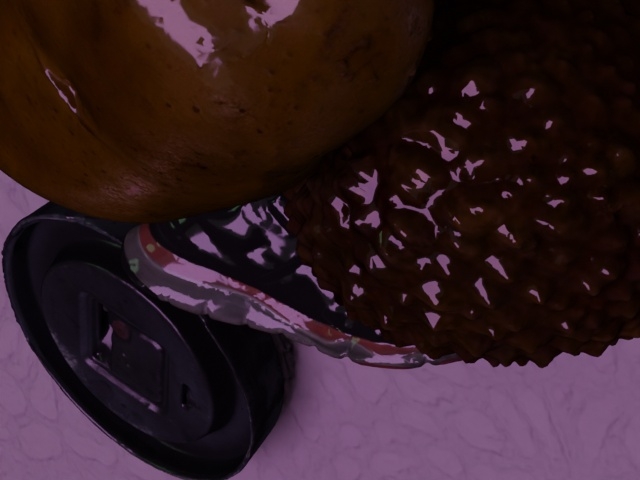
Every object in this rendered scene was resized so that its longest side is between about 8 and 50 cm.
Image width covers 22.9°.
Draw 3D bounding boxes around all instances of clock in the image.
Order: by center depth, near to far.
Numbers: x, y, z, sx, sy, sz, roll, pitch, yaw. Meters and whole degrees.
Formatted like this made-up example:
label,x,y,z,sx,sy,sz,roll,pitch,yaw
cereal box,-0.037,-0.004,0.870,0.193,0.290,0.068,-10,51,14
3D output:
label,x,y,z,sx,sy,sz,roll,pitch,yaw
clock,-0.148,0.080,1.325,0.280,0.055,0.281,27,141,25

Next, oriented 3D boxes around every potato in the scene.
label,x,y,z,sx,sy,sz,roll,pitch,yaw
potato,-0.086,-0.106,0.828,0.195,0.177,0.369,18,156,-27

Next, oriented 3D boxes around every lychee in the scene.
label,x,y,z,sx,sy,sz,roll,pitch,yaw
lychee,0.111,-0.046,0.917,0.267,0.267,0.268,22,128,30

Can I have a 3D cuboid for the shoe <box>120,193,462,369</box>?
label,x,y,z,sx,sy,sz,roll,pitch,yaw
shoe,0.000,0.000,1.132,0.290,0.114,0.137,18,112,14
